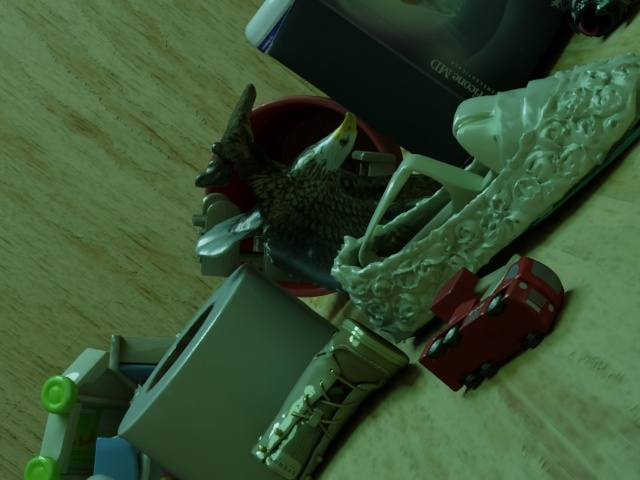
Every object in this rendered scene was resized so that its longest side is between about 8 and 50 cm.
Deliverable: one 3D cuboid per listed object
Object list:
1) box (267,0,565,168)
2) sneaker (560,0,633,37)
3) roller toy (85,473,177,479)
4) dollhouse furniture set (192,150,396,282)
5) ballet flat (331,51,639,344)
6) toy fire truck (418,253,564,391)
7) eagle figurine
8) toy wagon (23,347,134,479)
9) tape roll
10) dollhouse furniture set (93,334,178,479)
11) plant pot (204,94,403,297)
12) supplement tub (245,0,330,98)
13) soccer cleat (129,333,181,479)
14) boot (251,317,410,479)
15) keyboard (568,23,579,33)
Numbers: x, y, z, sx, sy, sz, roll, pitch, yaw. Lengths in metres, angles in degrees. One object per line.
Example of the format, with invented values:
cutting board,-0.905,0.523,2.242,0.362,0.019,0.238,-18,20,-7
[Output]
box,0.144,-0.294,1.953,0.294,0.296,0.183,-57,3,-26
sneaker,0.308,-0.267,1.744,0.077,0.072,0.178,-64,3,-8
roller toy,-0.235,0.373,1.728,0.191,0.146,0.209,-51,16,53
dollhouse furniture set,-0.037,-0.038,1.917,0.212,0.242,0.161,-142,56,-83
ballet flat,0.147,-0.050,1.437,0.409,0.147,0.147,-47,9,35
toy fire truck,0.143,0.055,1.274,0.192,0.047,0.135,-43,10,50
eagle figurine,0.018,-0.046,1.700,0.226,0.298,0.225,-64,5,-21
toy wagon,-0.342,0.339,2.301,0.267,0.068,0.344,21,-100,-59
tape roll,-0.093,0.170,1.740,0.246,0.169,0.246,-52,7,9
dollhouse furniture set,-0.172,0.301,2.048,0.286,0.198,0.303,71,-158,-73
plant pot,0.002,-0.082,2.131,0.275,0.275,0.243,-50,-3,19
supplement tub,0.072,-0.326,2.484,0.241,0.331,0.241,-52,7,9
soccer cleat,-0.245,0.282,2.278,0.116,0.143,0.331,-44,11,51
boot,0.005,0.164,1.513,0.165,0.077,0.213,-53,2,-13
keyboard,0.365,-0.328,1.856,0.180,0.023,0.108,-49,8,31
